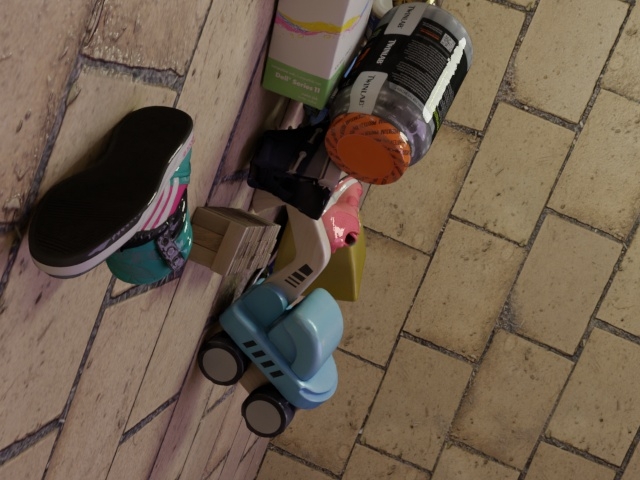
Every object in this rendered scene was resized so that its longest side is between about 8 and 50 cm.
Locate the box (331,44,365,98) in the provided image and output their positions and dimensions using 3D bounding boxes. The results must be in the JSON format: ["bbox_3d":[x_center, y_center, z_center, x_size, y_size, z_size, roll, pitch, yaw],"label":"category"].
[{"bbox_3d":[0.106,-0.363,2.327,0.270,0.143,0.165,-32,143,-77],"label":"box"}]

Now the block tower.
[{"bbox_3d":[-0.153,-0.002,1.765,0.335,0.097,0.091,-11,124,-83],"label":"block tower"}]

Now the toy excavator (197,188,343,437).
[{"bbox_3d":[-0.063,0.122,2.090,0.445,0.433,0.222,-40,-178,28],"label":"toy excavator"}]

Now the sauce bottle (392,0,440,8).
[{"bbox_3d":[0.212,-0.541,2.199,0.111,0.111,0.344,-46,131,-71],"label":"sauce bottle"}]

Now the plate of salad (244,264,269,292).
[{"bbox_3d":[-0.155,0.152,2.372,0.200,0.048,0.200,22,90,-82],"label":"plate of salad"}]

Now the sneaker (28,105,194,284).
[{"bbox_3d":[-0.227,-0.009,1.128,0.295,0.124,0.178,-61,161,-50],"label":"sneaker"}]

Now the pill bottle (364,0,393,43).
[{"bbox_3d":[0.159,-0.517,2.439,0.169,0.094,0.094,101,13,-56],"label":"pill bottle"}]

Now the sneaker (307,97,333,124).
[{"bbox_3d":[0.013,-0.196,2.227,0.330,0.130,0.147,99,13,-62],"label":"sneaker"}]

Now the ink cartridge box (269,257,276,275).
[{"bbox_3d":[-0.133,0.154,2.539,0.097,0.046,0.207,-53,164,-59],"label":"ink cartridge box"}]

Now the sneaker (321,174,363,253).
[{"bbox_3d":[0.036,-0.048,2.223,0.116,0.136,0.314,-36,-179,24],"label":"sneaker"}]

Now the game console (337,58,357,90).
[{"bbox_3d":[0.077,-0.323,2.004,0.144,0.085,0.124,56,58,-84],"label":"game console"}]

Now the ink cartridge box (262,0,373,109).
[{"bbox_3d":[0.020,-0.418,1.634,0.353,0.119,0.207,106,9,-46],"label":"ink cartridge box"}]

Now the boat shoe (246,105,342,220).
[{"bbox_3d":[-0.032,-0.184,1.877,0.340,0.158,0.127,-75,-169,-55],"label":"boat shoe"}]

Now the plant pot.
[{"bbox_3d":[0.000,0.000,2.396,0.212,0.212,0.187,-76,170,-56],"label":"plant pot"}]

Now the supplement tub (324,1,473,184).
[{"bbox_3d":[0.138,-0.263,1.799,0.193,0.193,0.316,102,14,-56],"label":"supplement tub"}]

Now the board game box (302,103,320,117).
[{"bbox_3d":[0.007,-0.369,1.933,0.194,0.060,0.194,92,22,-68],"label":"board game box"}]
